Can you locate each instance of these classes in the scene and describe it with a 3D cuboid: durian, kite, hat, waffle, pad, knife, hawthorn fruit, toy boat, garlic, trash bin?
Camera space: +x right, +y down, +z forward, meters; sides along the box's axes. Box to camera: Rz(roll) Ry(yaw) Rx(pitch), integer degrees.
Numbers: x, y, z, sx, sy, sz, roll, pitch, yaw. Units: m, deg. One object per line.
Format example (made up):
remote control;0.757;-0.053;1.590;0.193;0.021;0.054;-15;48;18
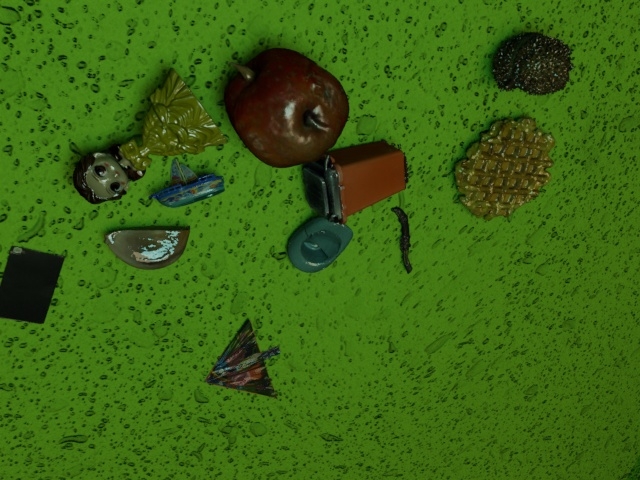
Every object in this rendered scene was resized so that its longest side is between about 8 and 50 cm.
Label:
durian;0.530;-0.435;1.513;0.196;0.196;0.167;-32;116;-6
kite;-0.220;0.368;1.709;0.234;0.016;0.321;-22;122;-12
hat;0.000;0.000;1.584;0.138;0.078;0.191;37;116;-25
waffle;0.529;-0.207;1.707;0.325;0.068;0.302;-39;124;-3
pad;-0.677;0.107;1.384;0.116;0.004;0.193;15;109;-29
knife;0.243;-0.003;1.715;0.046;0.021;0.222;-23;118;-12
hawthorn fruit;-0.074;-0.290;1.306;0.258;0.258;0.262;-43;96;2
toy boat;-0.317;-0.137;1.382;0.175;0.091;0.110;-20;88;-9
garlic;-0.406;0.018;1.413;0.196;0.087;0.101;-3;103;-18
trash bin;0.086;-0.170;1.490;0.239;0.161;0.184;-22;123;-21

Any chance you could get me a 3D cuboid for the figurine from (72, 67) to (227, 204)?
figurine;-0.378;-0.190;1.260;0.315;0.168;0.187;-38;151;-3
